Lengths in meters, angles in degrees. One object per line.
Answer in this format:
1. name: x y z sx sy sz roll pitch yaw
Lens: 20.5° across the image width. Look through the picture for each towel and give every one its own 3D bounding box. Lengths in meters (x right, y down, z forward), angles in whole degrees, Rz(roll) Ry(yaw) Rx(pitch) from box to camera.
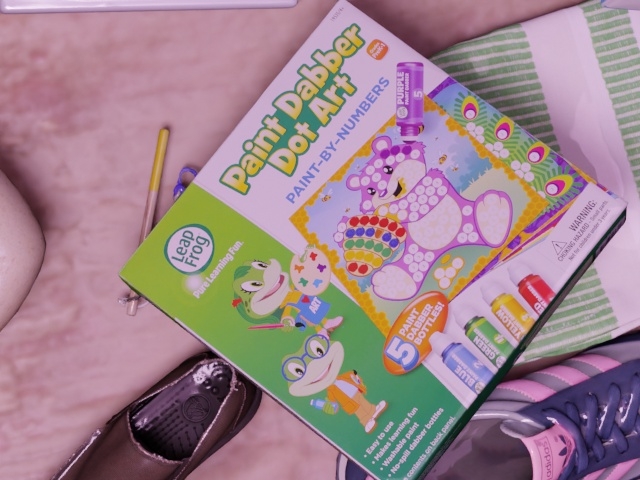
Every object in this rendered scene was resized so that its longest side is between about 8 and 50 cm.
1. towel: 0.219 -0.056 1.301 0.325 0.038 0.248 -19 91 -12

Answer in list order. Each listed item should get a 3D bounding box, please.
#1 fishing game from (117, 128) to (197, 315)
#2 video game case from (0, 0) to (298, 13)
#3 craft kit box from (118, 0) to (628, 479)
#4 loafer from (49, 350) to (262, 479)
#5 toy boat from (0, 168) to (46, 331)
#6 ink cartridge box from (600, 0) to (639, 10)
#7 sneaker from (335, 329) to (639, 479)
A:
1. fishing game: 0.000 0.000 1.279 0.264 0.041 0.189 15 90 -13
2. video game case: -0.124 -0.259 1.252 0.212 0.023 0.193 -3 94 -10
3. craft kit box: 0.036 0.004 1.200 0.246 0.061 0.250 36 84 15
4. loafer: -0.133 0.151 1.230 0.080 0.078 0.220 39 76 14
5. toy boat: -0.315 -0.058 1.184 0.267 0.148 0.318 2 100 -5
6. ink cartridge box: 0.319 -0.305 1.225 0.198 0.197 0.270 3 85 -10
7. sneaker: 0.175 0.145 1.270 0.319 0.131 0.112 -18 94 -9
